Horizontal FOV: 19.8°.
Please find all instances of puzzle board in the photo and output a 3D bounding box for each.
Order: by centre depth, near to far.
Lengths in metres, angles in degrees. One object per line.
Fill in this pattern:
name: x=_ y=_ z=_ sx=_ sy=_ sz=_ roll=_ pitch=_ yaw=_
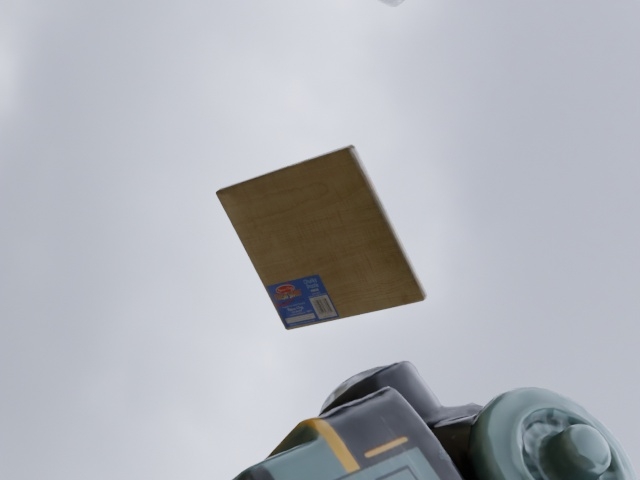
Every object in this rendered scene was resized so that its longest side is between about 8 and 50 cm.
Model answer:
puzzle board: x=0.000 y=0.000 z=1.062 sx=0.128 sy=0.011 sz=0.096 roll=-15 pitch=-75 yaw=50

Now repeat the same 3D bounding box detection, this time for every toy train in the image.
toy train: x=0.074 y=0.197 z=0.665 sx=0.334 sy=0.190 sz=0.142 roll=56 pitch=-49 yaw=16

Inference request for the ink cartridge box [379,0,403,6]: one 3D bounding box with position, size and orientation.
ink cartridge box: x=-0.041 y=-0.317 z=1.047 sx=0.119 sy=0.207 sz=0.353 roll=-45 pitch=-133 yaw=26
